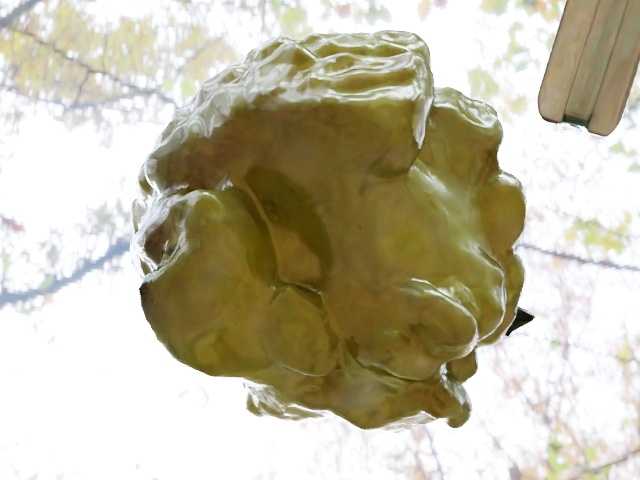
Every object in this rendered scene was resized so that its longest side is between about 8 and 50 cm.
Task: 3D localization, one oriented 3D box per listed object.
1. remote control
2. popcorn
[{"bbox_3d":[0.187,-0.192,0.762,0.055,0.103,0.277,17,-85,10],"label":"remote control"},{"bbox_3d":[0.008,0.001,0.542,0.173,0.174,0.142,-31,-29,16],"label":"popcorn"}]
